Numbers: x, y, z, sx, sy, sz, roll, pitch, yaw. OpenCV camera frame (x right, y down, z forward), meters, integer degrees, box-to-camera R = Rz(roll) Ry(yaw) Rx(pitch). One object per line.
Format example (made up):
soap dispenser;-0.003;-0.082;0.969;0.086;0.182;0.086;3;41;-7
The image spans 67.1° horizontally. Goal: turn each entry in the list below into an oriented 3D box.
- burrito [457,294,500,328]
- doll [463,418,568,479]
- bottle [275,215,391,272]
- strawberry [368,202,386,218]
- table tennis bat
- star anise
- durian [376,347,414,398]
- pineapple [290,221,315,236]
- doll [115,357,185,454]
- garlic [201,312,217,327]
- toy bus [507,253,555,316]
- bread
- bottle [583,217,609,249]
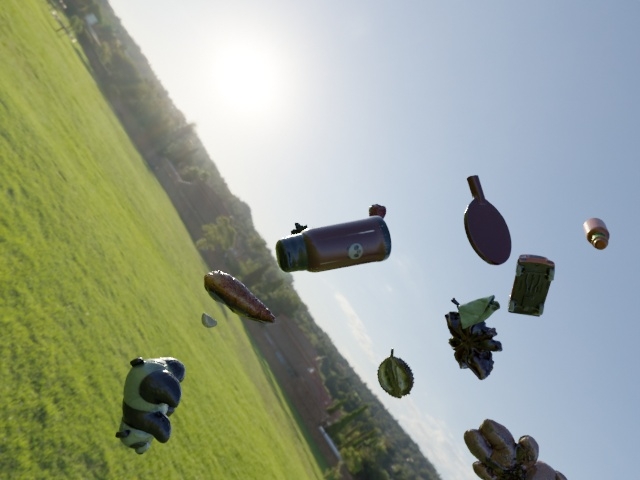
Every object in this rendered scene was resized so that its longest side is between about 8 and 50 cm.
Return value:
burrito;0.441;0.197;1.343;0.044;0.118;0.074;34;41;-46
doll;0.513;0.624;1.302;0.303;0.201;0.156;46;21;-13
bottle;0.034;0.018;1.440;0.144;0.336;0.144;171;-90;-74
strawberry;0.244;-0.114;2.098;0.083;0.096;0.083;23;-13;6
table tennis bat;0.714;-0.091;2.096;0.051;0.268;0.414;-33;-116;53
star anise;0.469;0.301;1.463;0.190;0.126;0.220;-136;-139;-70
durian;0.297;0.505;1.844;0.091;0.148;0.188;-1;76;-50
pineapple;0.000;0.000;2.190;0.277;0.130;0.119;15;33;-32
doll;-0.410;0.394;1.168;0.135;0.234;0.143;12;9;-12
garlic;-0.504;0.367;2.174;0.041;0.053;0.083;-23;-50;41
toy bus;0.862;0.169;1.984;0.143;0.153;0.329;7;-44;18
bread;-0.262;0.185;1.552;0.269;0.095;0.139;32;-18;-21
bottle;0.876;-0.016;1.528;0.069;0.069;0.187;56;31;-3
